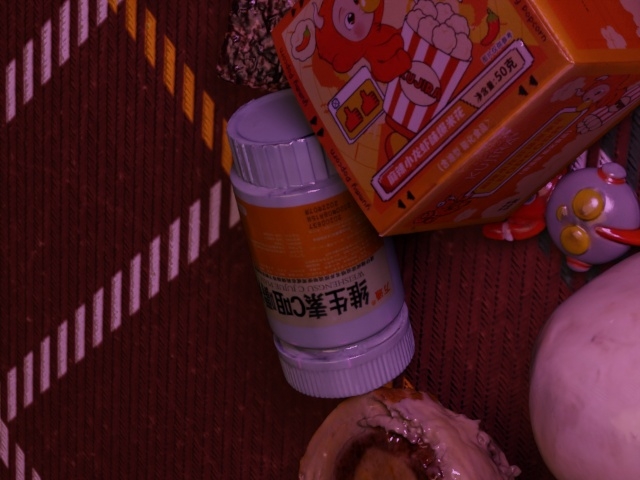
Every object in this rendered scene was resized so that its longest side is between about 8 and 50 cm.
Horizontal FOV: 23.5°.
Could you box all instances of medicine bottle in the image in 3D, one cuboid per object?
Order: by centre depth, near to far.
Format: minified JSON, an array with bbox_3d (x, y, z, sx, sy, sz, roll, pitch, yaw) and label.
[{"bbox_3d":[0.000,0.000,1.668,0.158,0.158,0.318,5,124,30],"label":"medicine bottle"}]

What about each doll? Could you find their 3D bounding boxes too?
[{"bbox_3d":[0.246,-0.042,1.614,0.245,0.076,0.142,30,117,26],"label":"doll"}]

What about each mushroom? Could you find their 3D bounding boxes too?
[{"bbox_3d":[0.368,0.175,1.487,0.314,0.314,0.336,-11,121,33],"label":"mushroom"}]

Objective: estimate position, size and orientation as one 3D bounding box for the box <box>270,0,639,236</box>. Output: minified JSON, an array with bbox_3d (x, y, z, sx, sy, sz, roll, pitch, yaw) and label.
[{"bbox_3d":[0.142,-0.189,1.485,0.283,0.213,0.260,-44,64,39],"label":"box"}]

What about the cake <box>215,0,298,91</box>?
[{"bbox_3d":[-0.015,-0.278,1.685,0.135,0.112,0.246,21,110,22],"label":"cake"}]

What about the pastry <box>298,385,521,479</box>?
[{"bbox_3d":[0.110,0.288,1.737,0.237,0.170,0.256,53,136,31],"label":"pastry"}]
